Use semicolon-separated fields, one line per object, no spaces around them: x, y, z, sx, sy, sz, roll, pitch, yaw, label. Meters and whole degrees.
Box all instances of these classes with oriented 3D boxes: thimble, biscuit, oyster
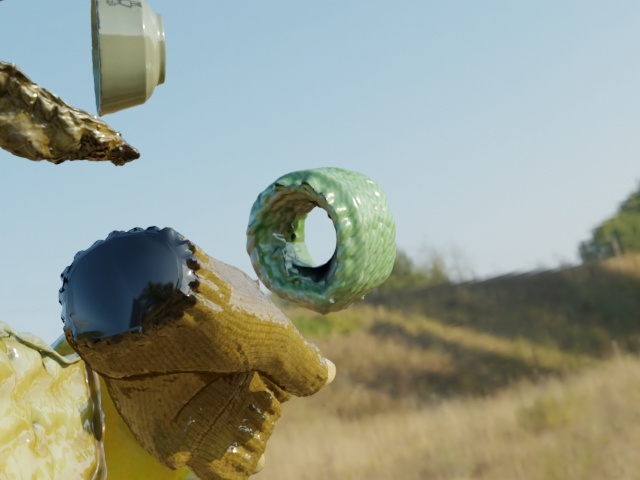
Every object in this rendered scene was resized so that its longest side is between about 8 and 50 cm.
0.000;0.000;2.082;0.219;0.219;0.150;-22;-5;33;thimble
-0.364;0.193;1.586;0.078;0.329;0.335;-27;-54;19;biscuit
-0.405;-0.171;1.939;0.345;0.079;0.129;24;-51;-27;oyster

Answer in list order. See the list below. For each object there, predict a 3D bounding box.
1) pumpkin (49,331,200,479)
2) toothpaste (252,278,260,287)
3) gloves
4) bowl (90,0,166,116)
-0.296;0.254;2.076;0.332;0.332;0.199;-16;-9;-5;pumpkin
-0.093;0.064;1.751;0.031;0.048;0.190;9;2;-11;toothpaste
-0.113;0.104;1.324;0.203;0.155;0.356;-25;-41;5;gloves
-0.305;-0.303;2.219;0.112;0.211;0.211;-5;-10;-11;bowl
